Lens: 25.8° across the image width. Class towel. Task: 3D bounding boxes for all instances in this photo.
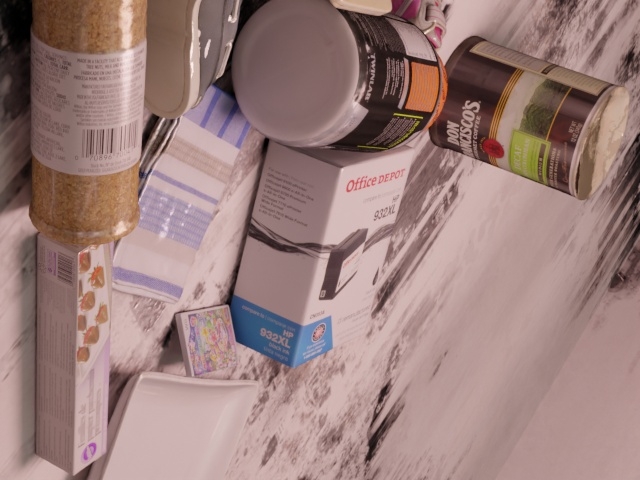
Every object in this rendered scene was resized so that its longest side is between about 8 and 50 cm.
[{"bbox_3d":[-0.175,-0.059,1.732,0.285,0.034,0.209,-66,156,-1],"label":"towel"}]

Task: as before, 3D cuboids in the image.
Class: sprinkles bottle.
[{"bbox_3d":[-0.236,-0.171,1.413,0.121,0.121,0.355,-35,141,-48],"label":"sprinkles bottle"}]

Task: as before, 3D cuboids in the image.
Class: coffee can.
[{"bbox_3d":[0.351,-0.208,2.347,0.201,0.275,0.201,-44,146,-40],"label":"coffee can"}]

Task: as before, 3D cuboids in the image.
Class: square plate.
[{"bbox_3d":[-0.237,0.341,1.934,0.344,0.049,0.347,17,96,-65],"label":"square plate"}]

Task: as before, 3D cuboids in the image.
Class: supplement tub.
[{"bbox_3d":[0.038,-0.213,1.828,0.316,0.194,0.193,-1,112,-63],"label":"supplement tub"}]

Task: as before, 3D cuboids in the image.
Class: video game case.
[{"bbox_3d":[-0.154,0.137,1.915,0.122,0.011,0.087,-7,86,-61],"label":"video game case"}]

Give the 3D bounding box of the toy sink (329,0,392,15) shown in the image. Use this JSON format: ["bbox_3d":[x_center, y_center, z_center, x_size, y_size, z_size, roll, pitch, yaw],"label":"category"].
[{"bbox_3d":[0.068,-0.405,1.666,0.153,0.131,0.234,-6,80,-61],"label":"toy sink"}]

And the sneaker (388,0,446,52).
[{"bbox_3d":[0.140,-0.326,2.025,0.252,0.111,0.103,-67,155,0],"label":"sneaker"}]

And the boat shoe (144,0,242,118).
[{"bbox_3d":[-0.136,-0.288,1.524,0.099,0.116,0.319,-39,149,-50],"label":"boat shoe"}]

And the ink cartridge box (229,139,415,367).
[{"bbox_3d":[0.000,0.000,2.010,0.223,0.129,0.307,-18,127,-57],"label":"ink cartridge box"}]

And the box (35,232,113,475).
[{"bbox_3d":[-0.289,0.126,1.630,0.063,0.067,0.324,-35,140,-48],"label":"box"}]
